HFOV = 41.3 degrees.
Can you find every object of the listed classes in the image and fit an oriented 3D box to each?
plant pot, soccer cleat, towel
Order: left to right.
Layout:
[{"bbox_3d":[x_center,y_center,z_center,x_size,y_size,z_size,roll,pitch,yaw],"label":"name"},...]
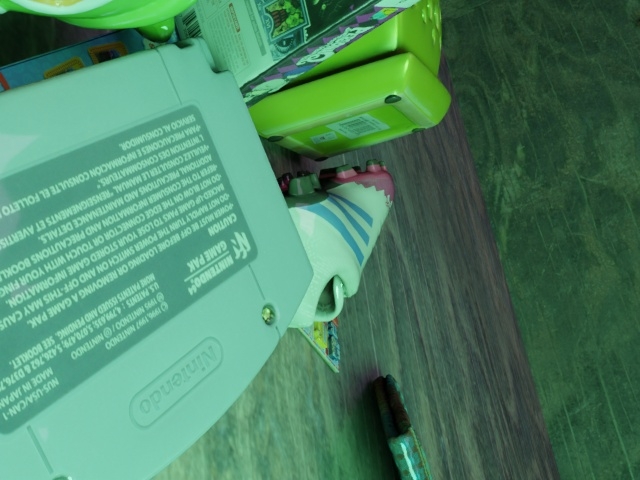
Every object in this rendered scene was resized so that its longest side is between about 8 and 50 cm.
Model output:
[{"bbox_3d":[0.000,0.000,0.853,0.331,0.116,0.143,-26,108,-68],"label":"soccer cleat"},{"bbox_3d":[0.020,-0.216,0.942,0.228,0.227,0.207,13,64,-69],"label":"plant pot"},{"bbox_3d":[0.140,0.336,0.885,0.271,0.040,0.370,-99,168,-87],"label":"towel"}]

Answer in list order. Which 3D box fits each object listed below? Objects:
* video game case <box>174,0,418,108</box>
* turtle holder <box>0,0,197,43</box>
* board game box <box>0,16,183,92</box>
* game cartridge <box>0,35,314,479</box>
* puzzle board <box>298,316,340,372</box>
[{"bbox_3d":[-0.032,-0.221,0.514,0.042,0.210,0.232,-12,82,-45],"label":"video game case"},{"bbox_3d":[-0.161,-0.267,0.422,0.227,0.243,0.320,-7,82,-55],"label":"turtle holder"},{"bbox_3d":[-0.126,-0.041,0.518,0.211,0.039,0.160,-43,113,-53],"label":"board game box"},{"bbox_3d":[-0.115,0.017,0.429,0.297,0.062,0.198,-37,113,-54],"label":"game cartridge"},{"bbox_3d":[-0.003,0.064,0.907,0.096,0.011,0.128,54,23,-41],"label":"puzzle board"}]
